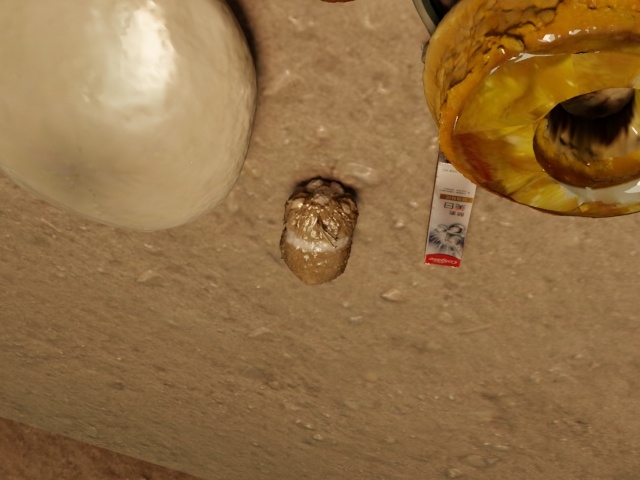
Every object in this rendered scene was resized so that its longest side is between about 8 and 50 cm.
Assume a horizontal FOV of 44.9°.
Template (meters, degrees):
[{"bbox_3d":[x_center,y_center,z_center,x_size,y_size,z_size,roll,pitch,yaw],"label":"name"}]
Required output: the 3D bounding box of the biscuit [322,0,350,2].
[{"bbox_3d":[-0.006,-0.295,0.732,0.192,0.049,0.192,19,165,5],"label":"biscuit"}]

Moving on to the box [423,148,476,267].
[{"bbox_3d":[0.175,-0.043,1.046,0.055,0.039,0.218,7,143,8],"label":"box"}]

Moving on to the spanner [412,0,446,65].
[{"bbox_3d":[0.146,-0.226,0.814,0.096,0.040,0.324,-1,139,20],"label":"spanner"}]

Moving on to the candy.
[{"bbox_3d":[-0.260,-0.175,0.916,0.386,0.186,0.427,28,138,-11],"label":"candy"}]

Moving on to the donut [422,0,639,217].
[{"bbox_3d":[0.272,-0.140,0.762,0.330,0.159,0.330,-3,137,-3],"label":"donut"}]

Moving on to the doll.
[{"bbox_3d":[-0.007,0.002,1.123,0.105,0.114,0.221,6,151,-5],"label":"doll"}]
